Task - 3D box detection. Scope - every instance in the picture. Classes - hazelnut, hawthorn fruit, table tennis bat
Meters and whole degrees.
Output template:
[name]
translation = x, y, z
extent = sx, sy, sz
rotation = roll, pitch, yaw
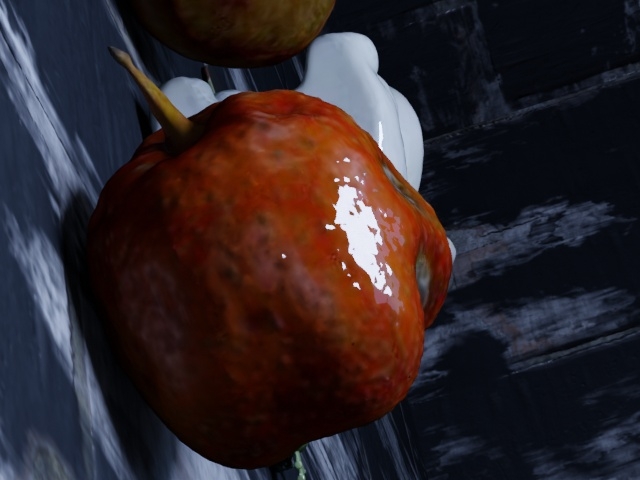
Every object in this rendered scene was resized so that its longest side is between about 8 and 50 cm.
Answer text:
[hazelnut]
translation = -0.085, -0.224, 1.446
extent = 0.204, 0.178, 0.178
rotation = 35, 27, -33
[hawthorn fruit]
translation = -0.044, -0.009, 0.998
extent = 0.243, 0.207, 0.207
rotation = 58, 7, -10
[table tennis bat]
translation = -0.101, -0.135, 1.790
extent = 0.156, 0.013, 0.087
rotation = -44, 117, -85

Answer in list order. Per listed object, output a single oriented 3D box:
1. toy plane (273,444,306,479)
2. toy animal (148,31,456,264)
[toy plane]
translation = -0.024, 0.160, 1.422
extent = 0.111, 0.040, 0.102
rotation = 43, 28, -79
[toy animal]
translation = -0.002, -0.010, 1.443
extent = 0.367, 0.196, 0.241
rotation = 32, 48, -80
